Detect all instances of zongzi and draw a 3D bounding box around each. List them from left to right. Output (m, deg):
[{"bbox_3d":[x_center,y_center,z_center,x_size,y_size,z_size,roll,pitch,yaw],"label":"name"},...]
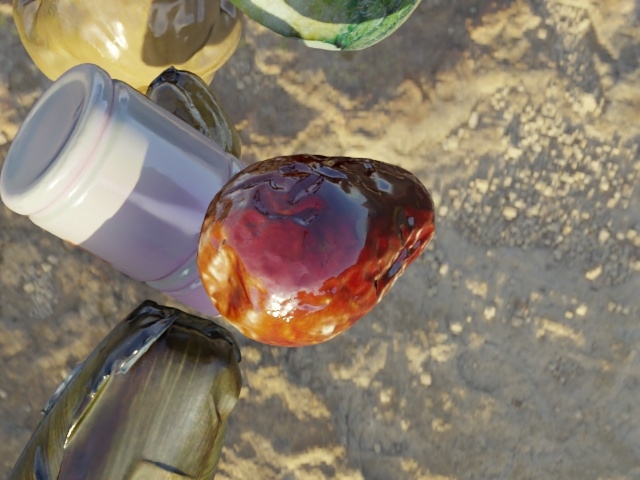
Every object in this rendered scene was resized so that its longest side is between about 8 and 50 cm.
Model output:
[{"bbox_3d":[-0.226,0.301,1.166,0.207,0.403,0.432,27,26,-11],"label":"zongzi"}]

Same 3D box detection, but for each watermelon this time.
[{"bbox_3d":[0.038,-0.359,1.459,0.305,0.224,0.180,7,32,-27],"label":"watermelon"}]

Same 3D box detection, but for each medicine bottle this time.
[{"bbox_3d":[-0.212,-0.056,1.447,0.202,0.316,0.202,-32,40,32],"label":"medicine bottle"}]

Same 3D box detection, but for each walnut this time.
[{"bbox_3d":[-0.314,-0.392,1.893,0.383,0.384,0.384,-1,62,1],"label":"walnut"}]

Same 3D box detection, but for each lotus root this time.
[{"bbox_3d":[-0.179,-0.142,1.668,0.125,0.118,0.221,-29,99,-21],"label":"lotus root"}]

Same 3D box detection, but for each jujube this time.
[{"bbox_3d":[0.000,0.000,1.175,0.255,0.190,0.190,-17,58,-41],"label":"jujube"}]
